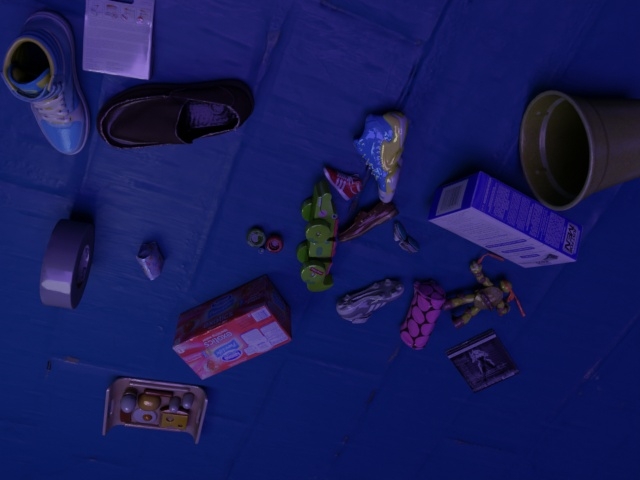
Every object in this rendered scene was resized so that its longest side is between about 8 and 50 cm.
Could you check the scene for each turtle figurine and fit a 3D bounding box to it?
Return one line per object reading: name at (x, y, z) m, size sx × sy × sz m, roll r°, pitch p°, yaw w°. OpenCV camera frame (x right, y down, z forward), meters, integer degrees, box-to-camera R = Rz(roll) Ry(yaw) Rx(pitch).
turtle figurine at (0.475, 0.177, 1.714) m, size 0.217 × 0.087 × 0.269 m, roll -31°, pitch 120°, yaw 15°

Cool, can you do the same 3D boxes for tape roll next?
tape roll at (-0.627, 0.058, 1.473) m, size 0.072 × 0.219 × 0.219 m, roll 10°, pitch 121°, yaw -10°

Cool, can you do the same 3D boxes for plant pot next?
plant pot at (0.652, -0.226, 1.387) m, size 0.253 × 0.276 × 0.276 m, roll -10°, pitch 124°, yaw -12°

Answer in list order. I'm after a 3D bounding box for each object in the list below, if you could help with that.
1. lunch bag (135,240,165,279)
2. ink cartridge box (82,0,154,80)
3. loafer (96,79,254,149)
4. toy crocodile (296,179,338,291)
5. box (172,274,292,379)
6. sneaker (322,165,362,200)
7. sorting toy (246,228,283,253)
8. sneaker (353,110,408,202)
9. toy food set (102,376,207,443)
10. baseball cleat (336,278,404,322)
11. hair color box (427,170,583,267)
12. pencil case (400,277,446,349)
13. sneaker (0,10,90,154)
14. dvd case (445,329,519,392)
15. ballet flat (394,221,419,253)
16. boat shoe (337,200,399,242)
lunch bag at (-0.452, 0.055, 1.565) m, size 0.053 × 0.083 × 0.071 m, roll -14°, pitch 123°, yaw 5°
ink cartridge box at (-0.434, -0.448, 1.279) m, size 0.145 × 0.045 × 0.179 m, roll 7°, pitch 104°, yaw -8°
loafer at (-0.334, -0.281, 1.329) m, size 0.365 × 0.130 × 0.134 m, roll -12°, pitch 123°, yaw 4°
toy crocodile at (0.000, 0.000, 1.549) m, size 0.105 × 0.115 × 0.341 m, roll 0°, pitch 125°, yaw -11°
box at (-0.244, 0.246, 1.670) m, size 0.299 × 0.142 × 0.154 m, roll -26°, pitch 121°, yaw 12°
sneaker at (0.060, -0.157, 1.492) m, size 0.067 × 0.042 × 0.118 m, roll -31°, pitch 128°, yaw 19°
sorting toy at (-0.149, 0.003, 1.587) m, size 0.101 × 0.042 × 0.061 m, roll 22°, pitch 104°, yaw -4°
sneaker at (0.140, -0.209, 1.454) m, size 0.126 × 0.091 × 0.240 m, roll 12°, pitch 123°, yaw 9°
toy food set at (-0.525, 0.554, 1.877) m, size 0.306 × 0.092 × 0.220 m, roll 10°, pitch 121°, yaw -10°
baseball cleat at (0.150, 0.178, 1.712) m, size 0.205 × 0.072 × 0.109 m, roll -16°, pitch 136°, yaw 11°
hair color box at (0.470, -0.044, 1.507) m, size 0.338 × 0.185 × 0.110 m, roll 26°, pitch 73°, yaw -18°
pencil case at (0.293, 0.218, 1.725) m, size 0.098 × 0.095 × 0.209 m, roll 22°, pitch 124°, yaw 13°
sneaker at (-0.584, -0.300, 1.251) m, size 0.127 × 0.208 × 0.319 m, roll -3°, pitch 123°, yaw -4°
dvd case at (0.521, 0.391, 1.898) m, size 0.164 × 0.018 × 0.221 m, roll -29°, pitch 121°, yaw 15°
ballet flat at (0.224, -0.003, 1.609) m, size 0.041 × 0.041 × 0.114 m, roll -35°, pitch 118°, yaw 17°
boat shoe at (0.118, -0.053, 1.560) m, size 0.178 × 0.064 × 0.060 m, roll -30°, pitch 90°, yaw 13°
